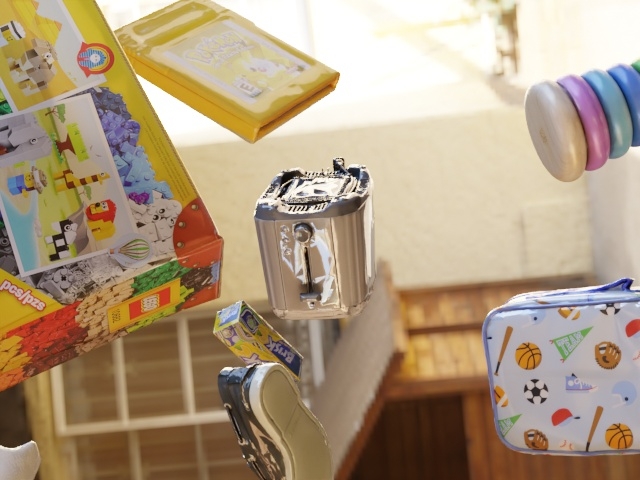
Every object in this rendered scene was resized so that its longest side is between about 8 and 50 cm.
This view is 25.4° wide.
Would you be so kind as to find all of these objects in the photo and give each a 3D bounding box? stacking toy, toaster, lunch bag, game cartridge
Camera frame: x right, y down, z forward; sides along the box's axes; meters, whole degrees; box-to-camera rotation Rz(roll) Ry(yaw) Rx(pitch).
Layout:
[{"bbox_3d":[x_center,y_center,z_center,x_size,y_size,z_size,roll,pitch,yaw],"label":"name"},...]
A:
[{"bbox_3d":[0.444,-0.190,1.873,0.141,0.330,0.141,161,90,-83],"label":"stacking toy"},{"bbox_3d":[0.000,0.000,1.649,0.227,0.129,0.146,-66,-27,-71],"label":"toaster"},{"bbox_3d":[0.383,0.174,1.982,0.115,0.303,0.243,-12,-84,-63],"label":"lunch bag"},{"bbox_3d":[-0.166,-0.307,2.445,0.285,0.323,0.053,-39,-23,-51],"label":"game cartridge"}]

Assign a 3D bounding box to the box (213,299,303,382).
[{"bbox_3d":[-0.103,0.178,2.396,0.169,0.059,0.054,46,-146,-30],"label":"box"}]

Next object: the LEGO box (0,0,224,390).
[{"bbox_3d":[-0.389,-0.098,1.695,0.500,0.372,0.193,60,163,19],"label":"LEGO box"}]

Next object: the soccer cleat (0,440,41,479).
[{"bbox_3d":[-0.560,0.307,2.072,0.116,0.331,0.143,90,-156,-45],"label":"soccer cleat"}]

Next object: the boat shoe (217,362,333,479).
[{"bbox_3d":[-0.076,0.318,2.238,0.127,0.113,0.340,-63,-36,-33],"label":"boat shoe"}]
